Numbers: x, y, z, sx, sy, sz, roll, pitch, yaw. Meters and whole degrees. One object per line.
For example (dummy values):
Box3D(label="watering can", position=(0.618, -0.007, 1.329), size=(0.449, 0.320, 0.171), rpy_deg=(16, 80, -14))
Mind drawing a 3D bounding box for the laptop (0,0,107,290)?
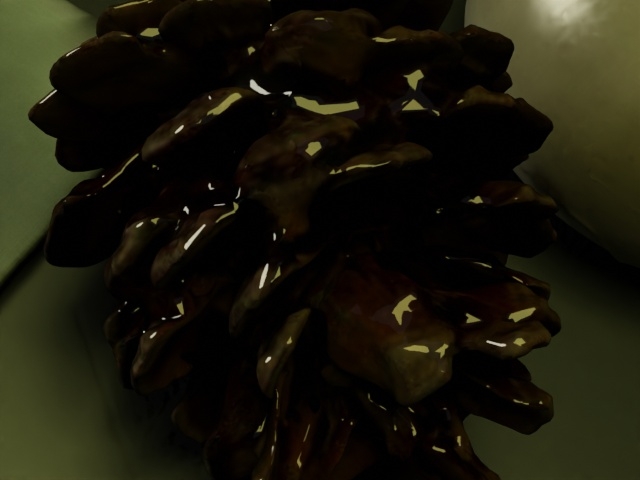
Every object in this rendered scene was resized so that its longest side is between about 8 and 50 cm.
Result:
Box3D(label="laptop", position=(-0.204, -0.029, 0.624), size=(0.188, 0.015, 0.269), rpy_deg=(32, 58, 8))

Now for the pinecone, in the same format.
Box3D(label="pinecone", position=(-0.005, -0.002, 0.564), size=(0.184, 0.179, 0.204), rpy_deg=(-6, 71, 2))

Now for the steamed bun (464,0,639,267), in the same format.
Box3D(label="steamed bun", position=(0.183, -0.100, 0.676), size=(0.232, 0.145, 0.231), rpy_deg=(5, 58, -9))
